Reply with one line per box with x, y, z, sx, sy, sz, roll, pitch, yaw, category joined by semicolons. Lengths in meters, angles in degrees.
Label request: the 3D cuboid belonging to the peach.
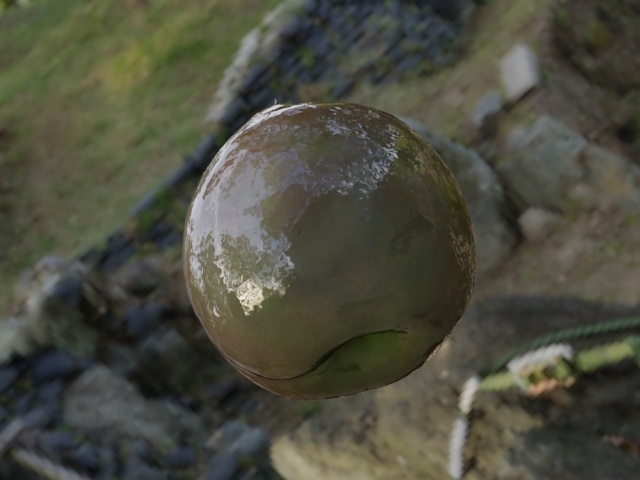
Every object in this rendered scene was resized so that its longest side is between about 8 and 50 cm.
0.001;0.001;0.441;0.083;0.083;0.083;-43;8;7;peach
